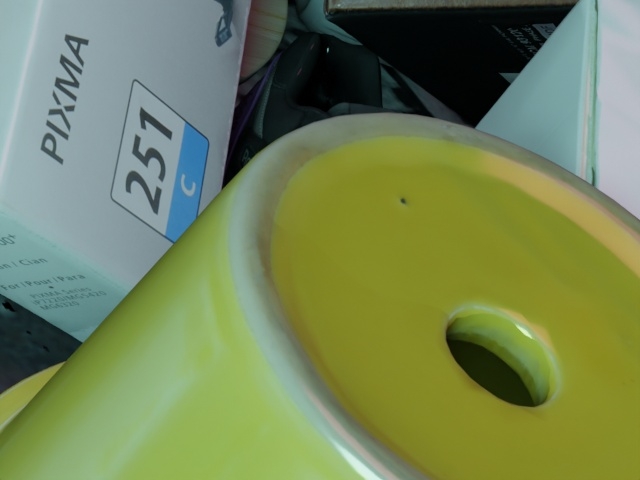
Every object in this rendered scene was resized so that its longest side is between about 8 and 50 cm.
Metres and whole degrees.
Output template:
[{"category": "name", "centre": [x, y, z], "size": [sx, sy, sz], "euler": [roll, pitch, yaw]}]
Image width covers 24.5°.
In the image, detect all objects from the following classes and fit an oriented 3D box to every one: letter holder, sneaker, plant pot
[{"category": "letter holder", "centre": [0.157, -0.169, 0.816], "size": [0.152, 0.215, 0.302], "euler": [4, -12, 32]}, {"category": "sneaker", "centre": [0.000, 0.000, 0.710], "size": [0.107, 0.124, 0.283], "euler": [15, 36, -25]}, {"category": "plant pot", "centre": [0.002, 0.102, 0.449], "size": [0.254, 0.239, 0.254], "euler": [18, 39, -16]}]

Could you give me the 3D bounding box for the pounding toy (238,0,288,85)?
[{"category": "pounding toy", "centre": [-0.123, -0.135, 0.846], "size": [0.269, 0.155, 0.154], "euler": [-5, 75, -31]}]

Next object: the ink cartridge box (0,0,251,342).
[{"category": "ink cartridge box", "centre": [-0.128, -0.138, 0.627], "size": [0.261, 0.066, 0.296], "euler": [38, 51, -49]}]

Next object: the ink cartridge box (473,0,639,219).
[{"category": "ink cartridge box", "centre": [0.183, 0.027, 0.601], "size": [0.272, 0.197, 0.114], "euler": [13, 61, -14]}]

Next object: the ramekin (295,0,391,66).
[{"category": "ramekin", "centre": [0.057, -0.216, 0.989], "size": [0.109, 0.207, 0.207], "euler": [13, 35, -11]}]
